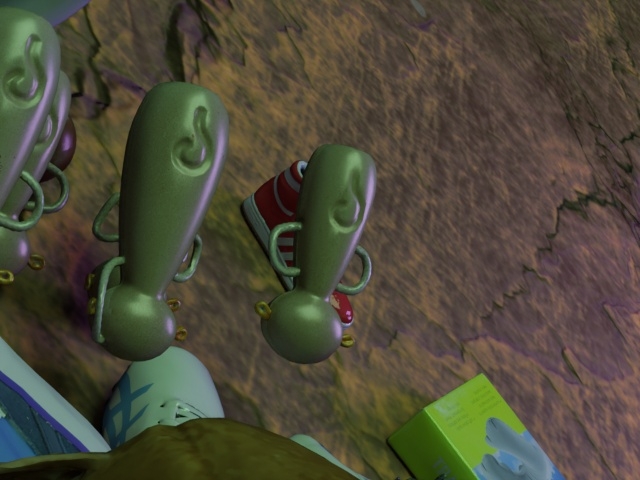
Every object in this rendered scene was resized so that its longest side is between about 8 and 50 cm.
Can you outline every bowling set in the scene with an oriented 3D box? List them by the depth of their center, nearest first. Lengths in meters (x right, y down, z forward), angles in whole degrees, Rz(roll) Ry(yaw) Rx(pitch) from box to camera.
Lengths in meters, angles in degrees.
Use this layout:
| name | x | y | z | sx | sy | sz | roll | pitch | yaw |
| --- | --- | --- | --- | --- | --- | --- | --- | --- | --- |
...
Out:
| name | x | y | z | sx | sy | sz | roll | pitch | yaw |
| --- | --- | --- | --- | --- | --- | --- | --- | --- | --- |
| bowling set | -0.126 | -0.009 | 1.029 | 0.287 | 0.200 | 0.154 | 20 | 77 | -30 |

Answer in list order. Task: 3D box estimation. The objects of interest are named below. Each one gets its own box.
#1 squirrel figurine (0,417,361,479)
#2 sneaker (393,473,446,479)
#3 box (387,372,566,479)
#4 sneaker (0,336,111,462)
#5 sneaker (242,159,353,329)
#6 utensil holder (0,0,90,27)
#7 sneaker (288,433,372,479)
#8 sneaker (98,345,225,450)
| name | x | y | z | sx | sy | sz | roll | pitch | yaw |
| --- | --- | --- | --- | --- | --- | --- | --- | --- | --- |
| squirrel figurine | -0.076 | 0.248 | 0.464 | 0.281 | 0.370 | 0.397 | 31 | 32 | -32 |
| sneaker | 0.086 | 0.181 | 1.175 | 0.098 | 0.038 | 0.069 | 33 | 31 | -29 |
| box | 0.132 | 0.182 | 1.240 | 0.178 | 0.042 | 0.109 | 52 | 27 | 9 |
| sneaker | -0.205 | 0.106 | 0.729 | 0.323 | 0.130 | 0.236 | 43 | 22 | -23 |
| sneaker | 0.000 | 0.000 | 1.254 | 0.118 | 0.067 | 0.042 | 56 | 28 | 14 |
| utensil holder | -0.284 | -0.322 | 0.983 | 0.328 | 0.327 | 0.385 | 2 | 49 | -56 |
| sneaker | 0.082 | 0.204 | 1.058 | 0.296 | 0.112 | 0.131 | 33 | 30 | -29 |
| sneaker | -0.070 | 0.134 | 0.950 | 0.085 | 0.086 | 0.237 | 34 | 29 | -24 |
